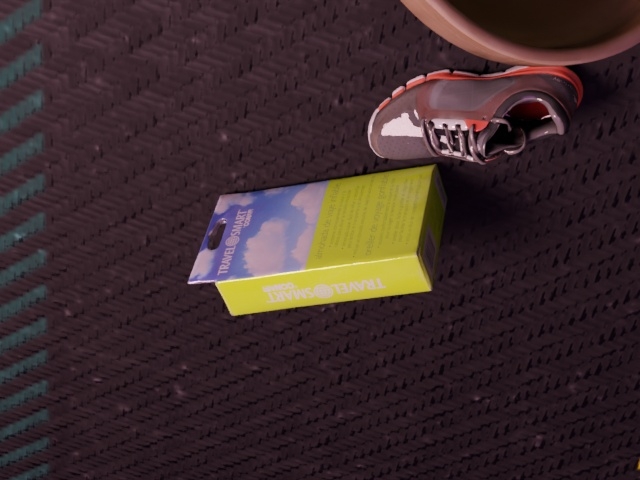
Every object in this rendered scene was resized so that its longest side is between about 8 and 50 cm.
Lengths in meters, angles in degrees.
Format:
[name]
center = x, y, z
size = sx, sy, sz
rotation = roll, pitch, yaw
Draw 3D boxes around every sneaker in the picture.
[sneaker]
center = 0.102, -0.082, 0.889
size = 0.157, 0.065, 0.061
rotation = -14, 124, 24

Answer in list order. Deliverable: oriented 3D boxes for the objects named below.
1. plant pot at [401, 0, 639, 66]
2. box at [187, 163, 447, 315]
[plant pot]
center = 0.105, -0.215, 0.717
size = 0.237, 0.237, 0.109
rotation = 41, 168, -20
[box]
center = 0.000, 0.000, 0.955
size = 0.178, 0.109, 0.042
rotation = -8, 129, 20
